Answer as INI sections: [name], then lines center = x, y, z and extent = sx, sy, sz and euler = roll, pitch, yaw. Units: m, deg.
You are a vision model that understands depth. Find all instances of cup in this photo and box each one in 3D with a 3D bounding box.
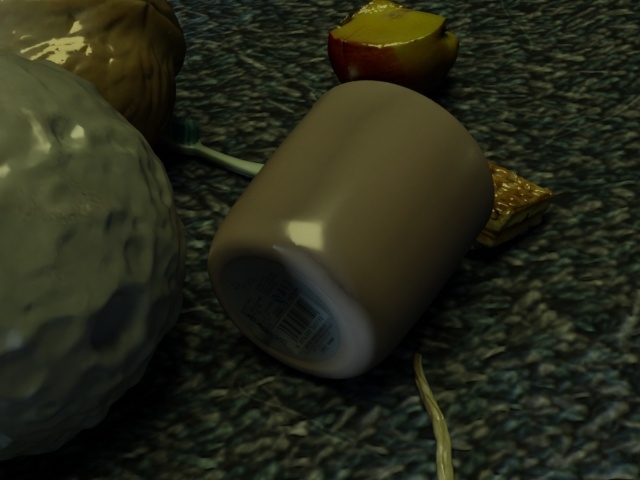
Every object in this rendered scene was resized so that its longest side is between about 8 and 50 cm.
[cup]
center = 0.000, 0.000, 0.834
extent = 0.253, 0.191, 0.200
euler = -9, 33, 47

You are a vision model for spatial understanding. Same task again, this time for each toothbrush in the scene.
[toothbrush]
center = -0.018, -0.063, 1.005
extent = 0.418, 0.040, 0.042
euler = 23, 33, 25

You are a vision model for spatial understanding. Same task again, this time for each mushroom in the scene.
[mushroom]
center = 0.097, 0.190, 0.707
extent = 0.028, 0.025, 0.286
euler = 2, 38, -13

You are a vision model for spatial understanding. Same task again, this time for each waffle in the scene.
[waffle]
center = 0.143, -0.049, 0.935
extent = 0.148, 0.042, 0.102
euler = 30, 35, 33

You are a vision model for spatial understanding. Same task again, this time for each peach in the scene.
[peach]
center = 0.085, -0.217, 1.101
extent = 0.151, 0.118, 0.151
euler = 21, 12, -5

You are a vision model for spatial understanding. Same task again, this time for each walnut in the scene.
[walnut]
center = -0.285, -0.188, 1.001
extent = 0.313, 0.252, 0.277
euler = -16, 41, 34

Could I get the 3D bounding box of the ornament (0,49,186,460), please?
[ornament]
center = -0.277, 0.004, 0.755
extent = 0.337, 0.337, 0.337
euler = -4, 41, 4
